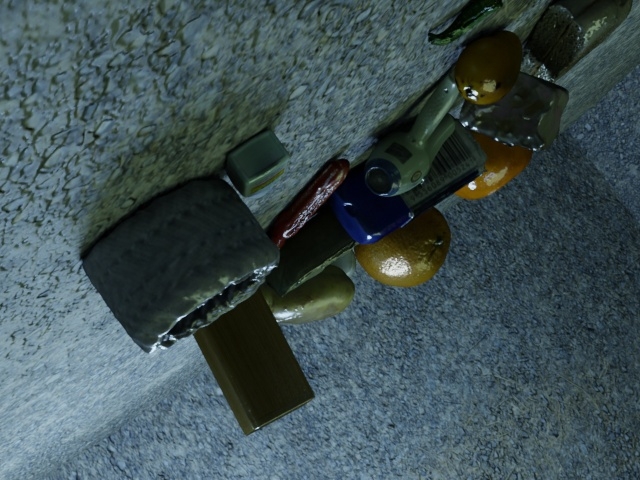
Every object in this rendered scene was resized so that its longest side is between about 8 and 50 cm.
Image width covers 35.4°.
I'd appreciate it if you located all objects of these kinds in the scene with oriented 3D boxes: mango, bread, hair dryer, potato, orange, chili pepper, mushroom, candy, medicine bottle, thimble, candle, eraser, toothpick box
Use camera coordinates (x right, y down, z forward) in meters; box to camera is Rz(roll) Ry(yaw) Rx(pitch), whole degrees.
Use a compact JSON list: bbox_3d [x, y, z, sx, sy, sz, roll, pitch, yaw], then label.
[{"bbox_3d":[0.289,-0.292,1.701,0.178,0.090,0.115,-33,131,-54],"label":"mango"},{"bbox_3d":[0.502,-0.409,1.928,0.183,0.102,0.337,-35,173,-8],"label":"bread"},{"bbox_3d":[0.216,-0.223,1.908,0.298,0.119,0.296,-52,173,20],"label":"hair dryer"},{"bbox_3d":[-0.068,0.129,2.345,0.296,0.141,0.191,-2,-179,-8],"label":"potato"},{"bbox_3d":[0.407,-0.210,2.481,0.240,0.171,0.240,-36,180,0],"label":"orange"},{"bbox_3d":[0.217,0.001,2.631,0.264,0.264,0.264,-35,173,-5],"label":"orange"},{"bbox_3d":[0.209,-0.319,1.448,0.118,0.035,0.055,-28,162,15],"label":"chili pepper"},{"bbox_3d":[0.017,0.046,2.574,0.122,0.159,0.328,-59,177,2],"label":"mushroom"},{"bbox_3d":[0.382,-0.256,1.936,0.195,0.185,0.137,-14,127,-65],"label":"candy"},{"bbox_3d":[-0.089,-0.099,1.384,0.074,0.055,0.118,-35,173,-15],"label":"medicine bottle"},{"bbox_3d":[-0.186,0.034,1.382,0.245,0.157,0.217,-30,172,-39],"label":"thimble"},{"bbox_3d":[-0.035,-0.061,1.909,0.051,0.048,0.329,-47,-179,-40],"label":"candle"},{"bbox_3d":[0.182,-0.123,2.069,0.332,0.155,0.101,-33,173,-21],"label":"eraser"},{"bbox_3d":[-0.155,0.230,2.075,0.190,0.308,0.187,-24,170,-20],"label":"toothpick box"}]

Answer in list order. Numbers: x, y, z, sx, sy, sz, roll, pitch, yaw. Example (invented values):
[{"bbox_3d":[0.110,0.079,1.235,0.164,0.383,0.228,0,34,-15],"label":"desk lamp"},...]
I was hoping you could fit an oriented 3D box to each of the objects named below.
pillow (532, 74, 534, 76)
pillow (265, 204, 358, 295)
[{"bbox_3d":[0.447,-0.328,2.330,0.270,0.067,0.173,-28,175,-46],"label":"pillow"},{"bbox_3d":[0.000,0.000,2.134,0.302,0.075,0.185,-34,-149,-13],"label":"pillow"}]
